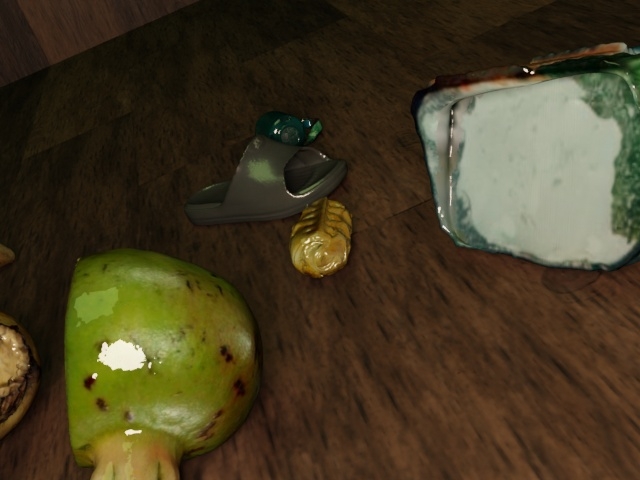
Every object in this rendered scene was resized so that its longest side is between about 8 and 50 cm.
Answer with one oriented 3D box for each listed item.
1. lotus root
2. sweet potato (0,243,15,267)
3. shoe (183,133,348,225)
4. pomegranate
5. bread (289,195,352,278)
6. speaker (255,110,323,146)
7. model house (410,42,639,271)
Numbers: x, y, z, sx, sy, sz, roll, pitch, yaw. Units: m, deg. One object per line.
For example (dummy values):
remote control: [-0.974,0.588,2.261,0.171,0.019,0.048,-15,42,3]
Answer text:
lotus root: [-0.389,0.149,0.954,0.314,0.141,0.169,-14,22,41]
sweet potato: [-0.623,0.050,1.408,0.310,0.098,0.124,-10,21,20]
shoe: [-0.087,-0.084,1.217,0.241,0.093,0.108,-9,27,31]
pomegranate: [-0.125,0.111,0.759,0.159,0.190,0.241,1,23,-6]
bread: [0.000,0.000,1.015,0.066,0.060,0.110,10,30,0]
speaker: [-0.044,-0.157,1.384,0.094,0.060,0.075,5,12,-27]
model house: [0.277,-0.105,0.890,0.291,0.184,0.253,-23,15,-34]
